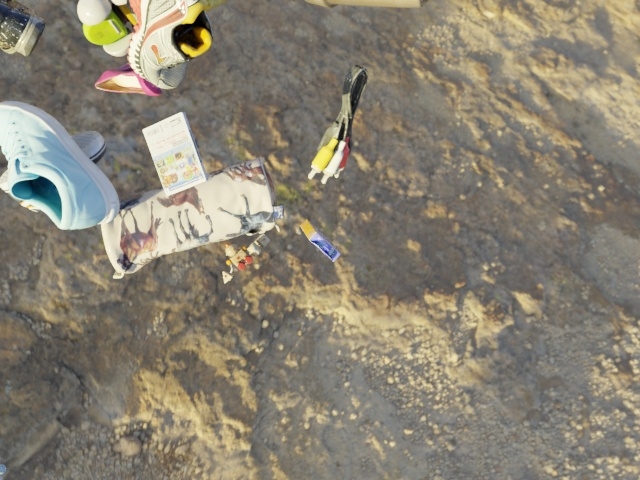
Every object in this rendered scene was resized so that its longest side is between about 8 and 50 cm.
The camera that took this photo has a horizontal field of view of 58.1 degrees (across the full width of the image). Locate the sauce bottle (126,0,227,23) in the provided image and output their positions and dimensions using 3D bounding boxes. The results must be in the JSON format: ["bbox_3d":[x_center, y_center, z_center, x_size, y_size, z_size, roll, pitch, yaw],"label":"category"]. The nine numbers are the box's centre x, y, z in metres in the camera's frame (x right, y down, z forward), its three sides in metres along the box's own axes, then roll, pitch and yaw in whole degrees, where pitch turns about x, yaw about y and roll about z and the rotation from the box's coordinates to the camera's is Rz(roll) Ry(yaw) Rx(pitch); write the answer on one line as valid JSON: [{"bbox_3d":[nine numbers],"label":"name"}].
[{"bbox_3d":[-0.219,-0.520,1.144,0.111,0.111,0.344,42,58,11],"label":"sauce bottle"}]

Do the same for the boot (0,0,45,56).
[{"bbox_3d":[-0.546,-0.369,0.900,0.178,0.085,0.236,24,4,-42],"label":"boot"}]

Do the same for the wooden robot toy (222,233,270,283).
[{"bbox_3d":[-0.221,0.033,1.570,0.173,0.076,0.079,-44,102,-13],"label":"wooden robot toy"}]

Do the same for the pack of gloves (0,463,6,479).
[{"bbox_3d":[-0.316,0.195,0.508,0.046,0.232,0.195,-31,56,-32],"label":"pack of gloves"}]

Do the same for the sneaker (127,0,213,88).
[{"bbox_3d":[-0.194,-0.259,0.754,0.093,0.225,0.088,41,70,-1],"label":"sneaker"}]

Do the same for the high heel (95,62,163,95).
[{"bbox_3d":[-0.522,-0.422,1.567,0.117,0.082,0.244,-39,50,-19],"label":"high heel"}]

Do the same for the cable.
[{"bbox_3d":[0.066,-0.266,1.353,0.139,0.287,0.072,-13,50,-49],"label":"cable"}]

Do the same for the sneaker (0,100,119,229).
[{"bbox_3d":[-0.580,-0.158,1.166,0.366,0.135,0.150,37,30,13],"label":"sneaker"}]

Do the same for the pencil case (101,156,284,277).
[{"bbox_3d":[-0.295,-0.050,1.327,0.410,0.160,0.183,-18,101,-11],"label":"pencil case"}]

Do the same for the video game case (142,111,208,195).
[{"bbox_3d":[-0.248,-0.146,0.985,0.011,0.087,0.122,-28,100,-68],"label":"video game case"}]

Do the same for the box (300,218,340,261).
[{"bbox_3d":[0.000,0.000,1.337,0.081,0.136,0.028,42,93,-20],"label":"box"}]

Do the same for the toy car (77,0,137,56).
[{"bbox_3d":[-0.463,-0.524,1.301,0.182,0.159,0.136,-37,68,-2],"label":"toy car"}]

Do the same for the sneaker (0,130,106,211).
[{"bbox_3d":[-0.604,-0.157,1.365,0.127,0.321,0.126,55,34,-37],"label":"sneaker"}]

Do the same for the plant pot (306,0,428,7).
[{"bbox_3d":[0.136,-0.675,1.331,0.280,0.323,0.323,25,52,13],"label":"plant pot"}]
